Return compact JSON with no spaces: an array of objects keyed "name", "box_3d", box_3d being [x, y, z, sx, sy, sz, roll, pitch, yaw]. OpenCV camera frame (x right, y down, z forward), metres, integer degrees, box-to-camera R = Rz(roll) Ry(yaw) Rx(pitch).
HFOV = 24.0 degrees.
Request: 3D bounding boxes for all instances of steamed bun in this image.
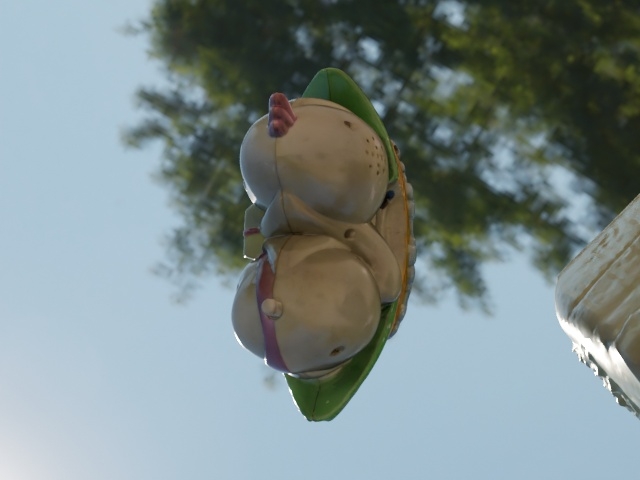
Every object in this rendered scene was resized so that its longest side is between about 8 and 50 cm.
[{"name":"steamed bun","box_3d":[0.250,0.033,0.839,0.155,0.200,0.250,43,-172,-12]}]

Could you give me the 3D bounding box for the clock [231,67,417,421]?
[{"name":"clock","box_3d":[0.000,0.000,0.959,0.103,0.230,0.144,-6,169,26]}]
